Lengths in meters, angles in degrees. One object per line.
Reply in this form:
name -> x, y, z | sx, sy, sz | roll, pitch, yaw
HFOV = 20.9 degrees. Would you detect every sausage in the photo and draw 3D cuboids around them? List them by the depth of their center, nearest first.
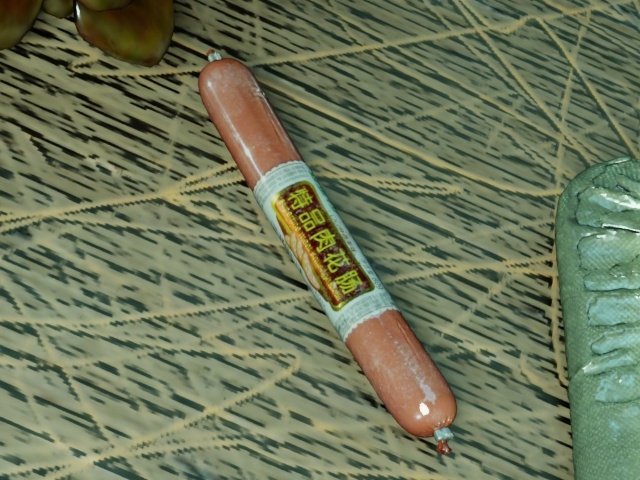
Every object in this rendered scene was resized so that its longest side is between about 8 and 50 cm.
sausage -> 0.000, 0.000, 0.841 | 0.034, 0.034, 0.253 | -14, 58, -33

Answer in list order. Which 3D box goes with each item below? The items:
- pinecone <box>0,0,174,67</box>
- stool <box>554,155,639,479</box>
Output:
pinecone -> -0.094, -0.285, 0.789 | 0.398, 0.398, 0.398 | 13, 47, -14
stool -> 0.283, 0.035, 0.776 | 0.310, 0.226, 0.310 | 4, 53, -10
